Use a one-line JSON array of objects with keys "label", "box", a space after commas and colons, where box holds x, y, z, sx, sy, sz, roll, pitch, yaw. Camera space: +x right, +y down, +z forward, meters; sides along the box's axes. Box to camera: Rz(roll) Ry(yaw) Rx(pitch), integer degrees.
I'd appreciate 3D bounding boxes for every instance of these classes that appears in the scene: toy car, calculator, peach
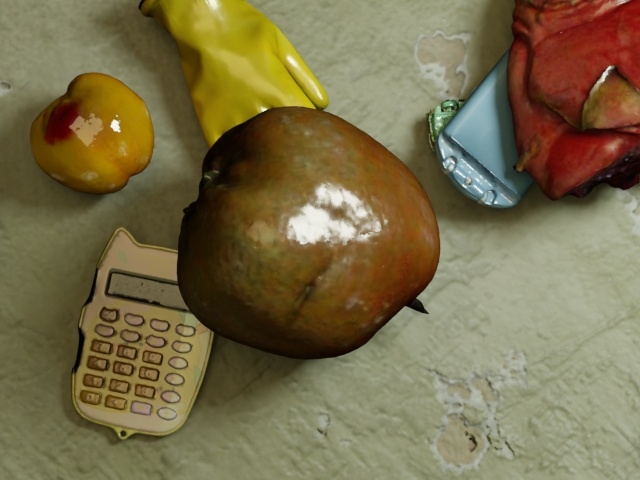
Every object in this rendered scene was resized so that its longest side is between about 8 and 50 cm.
[{"label": "toy car", "box": [0.184, -0.134, 1.968, 0.122, 0.035, 0.059, -6, 77, -15]}, {"label": "calculator", "box": [0.219, -0.132, 1.937, 0.121, 0.039, 0.210, 41, 68, -5]}, {"label": "peach", "box": [-0.256, -0.117, 1.948, 0.138, 0.138, 0.138, -1, 78, 3]}, {"label": "calculator", "box": [-0.199, 0.110, 1.943, 0.157, 0.033, 0.236, 12, 81, 5]}]

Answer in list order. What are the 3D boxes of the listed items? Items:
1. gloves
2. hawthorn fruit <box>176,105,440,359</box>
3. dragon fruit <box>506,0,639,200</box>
[{"label": "gloves", "box": [-0.087, -0.173, 1.975, 0.133, 0.116, 0.294, -32, 86, 24]}, {"label": "hawthorn fruit", "box": [0.000, 0.000, 1.839, 0.301, 0.268, 0.268, 24, 79, -17]}, {"label": "dragon fruit", "box": [0.325, -0.243, 1.856, 0.286, 0.228, 0.329, -18, 75, -20]}]
